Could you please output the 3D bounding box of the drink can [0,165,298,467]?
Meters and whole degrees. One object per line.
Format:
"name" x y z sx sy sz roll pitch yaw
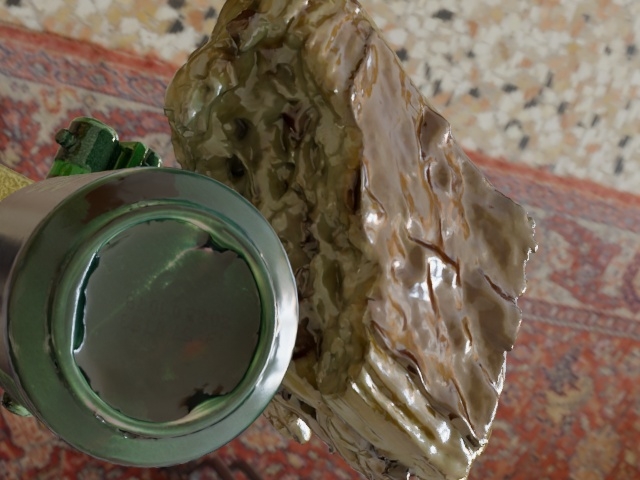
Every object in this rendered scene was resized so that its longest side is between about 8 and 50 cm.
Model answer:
"drink can" -0.095 0.027 0.561 0.118 0.205 0.118 -1 93 -23

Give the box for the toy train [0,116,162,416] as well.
"toy train" -0.209 0.016 1.035 0.119 0.085 0.251 43 60 -43

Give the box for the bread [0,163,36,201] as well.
"bread" -0.367 -0.008 1.562 0.188 0.068 0.125 27 60 -17

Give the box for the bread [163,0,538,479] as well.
"bread" 0.000 0.000 1.027 0.370 0.191 0.314 47 46 -28
